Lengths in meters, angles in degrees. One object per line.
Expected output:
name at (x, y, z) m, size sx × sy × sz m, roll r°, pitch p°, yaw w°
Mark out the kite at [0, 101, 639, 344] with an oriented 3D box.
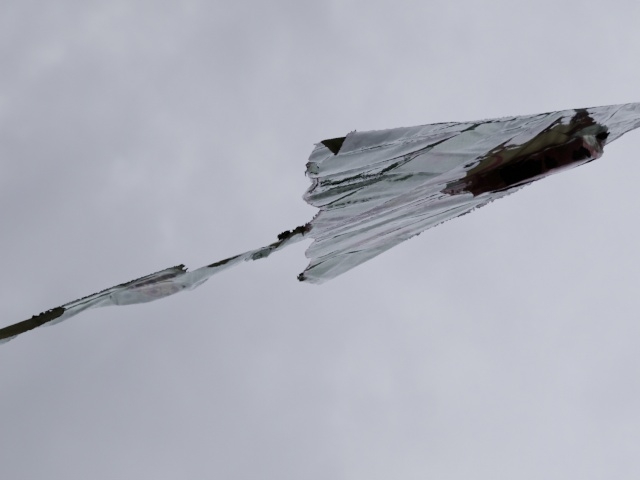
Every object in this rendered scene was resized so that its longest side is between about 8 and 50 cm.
kite at (-0.001, -0.001, 0.401) m, size 0.250 × 0.012 × 0.229 m, roll -18°, pitch 170°, yaw -6°
